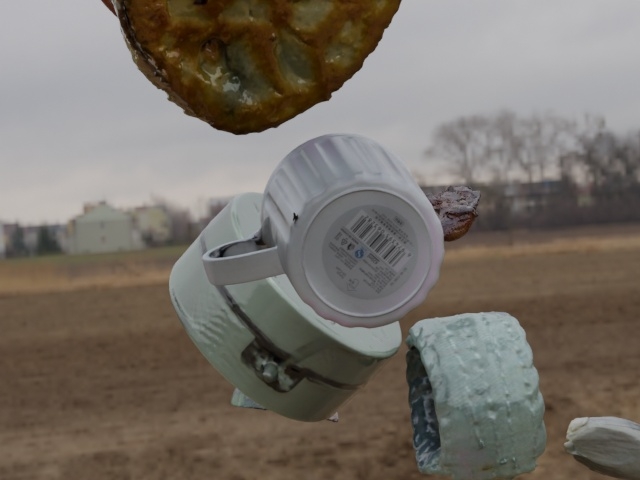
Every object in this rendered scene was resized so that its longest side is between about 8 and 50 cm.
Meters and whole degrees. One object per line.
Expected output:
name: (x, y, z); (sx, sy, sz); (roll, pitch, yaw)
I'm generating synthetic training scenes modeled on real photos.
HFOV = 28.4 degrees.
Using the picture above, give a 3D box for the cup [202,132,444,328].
cup: (0.013, 0.009, 1.240); (0.221, 0.167, 0.202); (-45, 13, 4)

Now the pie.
pie: (-0.063, -0.243, 1.251); (0.315, 0.315, 0.092); (-5, 36, -27)

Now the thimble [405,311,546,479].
thimble: (0.212, 0.223, 1.789); (0.171, 0.250, 0.205); (-6, -30, -6)

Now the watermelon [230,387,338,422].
watermelon: (-0.060, 0.263, 2.314); (0.202, 0.136, 0.207); (5, 10, -5)

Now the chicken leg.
chicken leg: (0.189, -0.035, 1.892); (0.093, 0.053, 0.205); (10, 23, 13)

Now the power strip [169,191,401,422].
power strip: (-0.048, 0.100, 1.859); (0.161, 0.357, 0.357); (-46, -15, 19)

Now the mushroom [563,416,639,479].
mushroom: (0.575, 0.376, 2.112); (0.351, 0.097, 0.109); (20, -19, 2)

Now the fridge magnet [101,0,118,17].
fridge magnet: (-0.194, -0.472, 1.899); (0.363, 0.364, 0.155); (-4, 10, 5)
